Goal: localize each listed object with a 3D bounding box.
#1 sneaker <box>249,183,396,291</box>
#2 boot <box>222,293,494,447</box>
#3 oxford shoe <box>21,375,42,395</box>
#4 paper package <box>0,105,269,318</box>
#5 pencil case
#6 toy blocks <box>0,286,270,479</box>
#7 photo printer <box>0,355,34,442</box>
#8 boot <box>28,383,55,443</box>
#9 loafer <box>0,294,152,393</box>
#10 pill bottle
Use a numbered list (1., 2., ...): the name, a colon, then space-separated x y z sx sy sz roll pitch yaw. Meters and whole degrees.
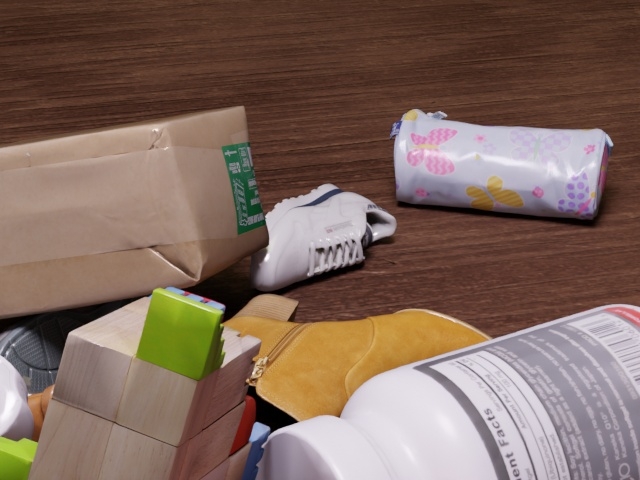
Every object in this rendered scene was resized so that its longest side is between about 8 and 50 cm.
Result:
1. sneaker: 0.000 0.000 2.021 0.095 0.090 0.235 23 33 21
2. boot: 0.026 0.143 1.671 0.295 0.104 0.211 12 27 10
3. oxford shoe: -0.238 0.192 1.619 0.227 0.083 0.096 10 52 10
4. paper package: -0.236 -0.030 1.805 0.309 0.168 0.325 -8 5 12
5. pencil case: 0.224 -0.095 2.193 0.273 0.113 0.124 7 47 11
6. toy blocks: -0.128 0.191 1.299 0.191 0.381 0.261 19 13 12
7. photo printer: -0.391 0.179 1.434 0.307 0.256 0.107 -9 69 -22
8. boot: -0.162 0.188 1.543 0.152 0.197 0.073 -18 24 21
9. loafer: -0.257 0.107 1.789 0.084 0.096 0.267 -5 10 36
10. pill bottle: 0.141 0.191 1.456 0.363 0.210 0.210 -14 29 -29
